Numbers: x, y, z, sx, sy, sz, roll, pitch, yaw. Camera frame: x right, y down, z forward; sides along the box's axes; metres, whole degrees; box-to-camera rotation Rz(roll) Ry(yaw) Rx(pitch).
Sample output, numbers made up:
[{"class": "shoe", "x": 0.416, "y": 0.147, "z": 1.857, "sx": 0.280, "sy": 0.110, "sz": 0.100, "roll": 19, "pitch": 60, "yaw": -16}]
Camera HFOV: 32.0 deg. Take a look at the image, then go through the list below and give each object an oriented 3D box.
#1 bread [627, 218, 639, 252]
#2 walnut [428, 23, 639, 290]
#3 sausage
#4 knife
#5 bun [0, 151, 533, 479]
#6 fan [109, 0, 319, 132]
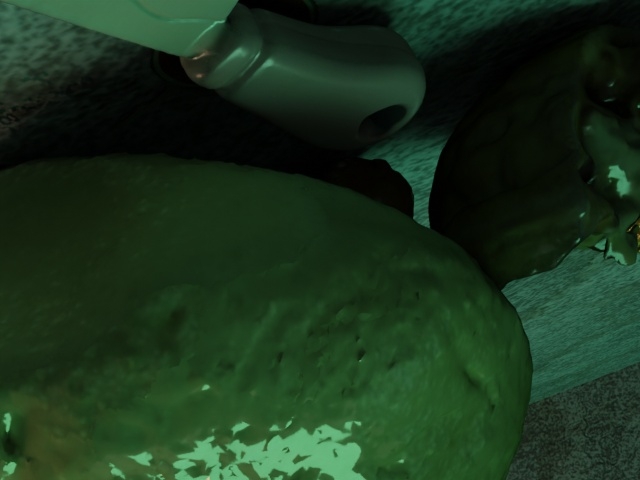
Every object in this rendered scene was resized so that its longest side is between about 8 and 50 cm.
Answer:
[{"class": "bread", "x": 0.355, "y": -0.022, "z": 1.162, "sx": 0.110, "sy": 0.044, "sz": 0.083, "roll": -8, "pitch": 156, "yaw": -39}, {"class": "walnut", "x": 0.162, "y": -0.051, "z": 0.688, "sx": 0.238, "sy": 0.141, "sz": 0.204, "roll": -15, "pitch": 175, "yaw": -20}, {"class": "sausage", "x": 0.000, "y": 0.000, "z": 0.746, "sx": 0.089, "sy": 0.089, "sz": 0.179, "roll": -12, "pitch": 170, "yaw": -27}, {"class": "knife", "x": -0.056, "y": -0.094, "z": 0.457, "sx": 0.081, "sy": 0.043, "sz": 0.336, "roll": -38, "pitch": 154, "yaw": 26}, {"class": "bun", "x": -0.065, "y": 0.104, "z": 0.613, "sx": 0.352, "sy": 0.227, "sz": 0.349, "roll": 21, "pitch": 158, "yaw": -34}, {"class": "fan", "x": -0.059, "y": -0.085, "z": 0.543, "sx": 0.133, "sy": 0.005, "sz": 0.085, "roll": -31, "pitch": 160, "yaw": 29}]
